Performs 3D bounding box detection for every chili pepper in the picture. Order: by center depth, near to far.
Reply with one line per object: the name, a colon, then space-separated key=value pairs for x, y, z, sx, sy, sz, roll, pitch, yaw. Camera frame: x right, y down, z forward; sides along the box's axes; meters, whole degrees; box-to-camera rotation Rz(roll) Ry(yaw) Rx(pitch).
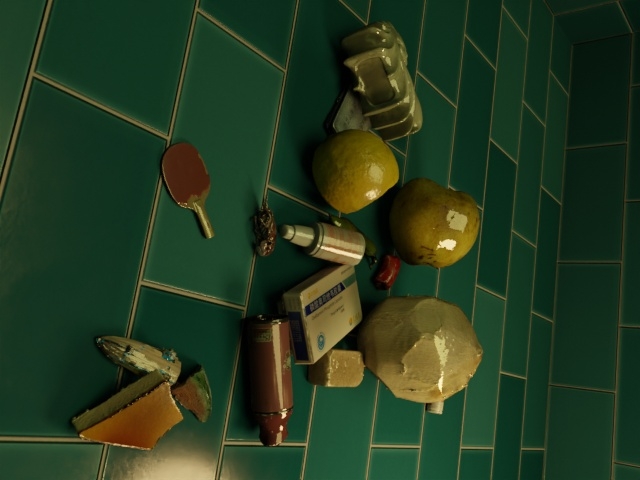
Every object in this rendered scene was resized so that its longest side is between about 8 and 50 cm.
chili pepper: x=0.223 y=0.103 z=2.120 sx=0.073 sy=0.070 sz=0.123 roll=41 pitch=58 yaw=-23

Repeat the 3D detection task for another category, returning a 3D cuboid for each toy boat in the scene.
toy boat: x=-0.383 y=0.248 z=1.357 sx=0.210 sy=0.066 sz=0.084 roll=36 pitch=50 yaw=-33

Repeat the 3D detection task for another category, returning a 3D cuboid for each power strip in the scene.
power strip: x=-0.084 y=0.226 z=1.740 sx=0.030 sy=0.047 sz=0.191 roll=-23 pitch=107 yaw=-53

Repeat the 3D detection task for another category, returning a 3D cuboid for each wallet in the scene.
wallet: x=0.098 y=-0.372 z=1.997 sx=0.167 sy=0.036 sz=0.222 roll=51 pitch=51 yaw=-37

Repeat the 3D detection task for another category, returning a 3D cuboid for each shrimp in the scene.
shrimp: x=-0.146 y=-0.041 z=1.665 sx=0.065 sy=0.056 sz=0.165 roll=-13 pitch=97 yaw=-45

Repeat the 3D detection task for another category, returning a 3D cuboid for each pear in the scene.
pear: x=0.367 y=-0.050 z=2.144 sx=0.304 sy=0.304 sz=0.304 roll=2 pitch=87 yaw=-52

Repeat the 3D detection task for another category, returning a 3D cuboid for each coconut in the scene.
coconut: x=0.311 y=0.329 z=1.972 sx=0.346 sy=0.360 sz=0.346 roll=11 pitch=77 yaw=-61

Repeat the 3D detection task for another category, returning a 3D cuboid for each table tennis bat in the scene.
table tennis bat: x=-0.299 y=-0.115 z=1.503 sx=0.131 sy=0.022 sz=0.234 roll=-39 pitch=117 yaw=-46

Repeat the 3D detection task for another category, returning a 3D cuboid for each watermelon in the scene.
watermelon: x=-0.284 y=0.353 z=1.490 sx=0.101 sy=0.080 sz=0.155 roll=-95 pitch=160 yaw=-64

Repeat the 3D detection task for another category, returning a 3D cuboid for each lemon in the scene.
lemon: x=0.088 y=-0.210 z=1.827 sx=0.219 sy=0.240 sz=0.240 roll=54 pitch=47 yaw=-9

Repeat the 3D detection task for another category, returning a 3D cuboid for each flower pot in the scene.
flower pot: x=0.206 y=-0.490 z=2.001 sx=0.254 sy=0.164 sz=0.367 roll=-44 pitch=116 yaw=-60

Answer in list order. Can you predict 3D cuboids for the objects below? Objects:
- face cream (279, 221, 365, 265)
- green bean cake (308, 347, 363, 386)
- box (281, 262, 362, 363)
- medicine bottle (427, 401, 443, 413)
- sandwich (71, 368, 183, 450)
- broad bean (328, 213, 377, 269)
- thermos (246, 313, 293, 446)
face cream: x=0.000 y=0.000 z=1.797 sx=0.252 sy=0.101 sz=0.101 roll=14 pitch=77 yaw=-32
green bean cake: x=0.047 y=0.371 z=1.873 sx=0.179 sy=0.085 sz=0.109 roll=17 pitch=75 yaw=-49
box: x=0.014 y=0.191 z=1.806 sx=0.343 sy=0.065 sz=0.200 roll=-28 pitch=112 yaw=-60
medicine bottle: x=0.427 y=0.593 z=2.370 sx=0.057 sy=0.057 sz=0.089 roll=29 pitch=66 yaw=-48
sandwich: x=-0.388 y=0.377 z=1.322 sx=0.193 sy=0.058 sz=0.162 roll=-29 pitch=132 yaw=-23
broad bean: x=0.108 y=-0.009 z=1.976 sx=0.325 sy=0.067 sz=0.075 roll=37 pitch=44 yaw=-49
thermos: x=-0.131 y=0.358 z=1.646 sx=0.109 sy=0.136 sz=0.330 roll=-3 pitch=92 yaw=-19
